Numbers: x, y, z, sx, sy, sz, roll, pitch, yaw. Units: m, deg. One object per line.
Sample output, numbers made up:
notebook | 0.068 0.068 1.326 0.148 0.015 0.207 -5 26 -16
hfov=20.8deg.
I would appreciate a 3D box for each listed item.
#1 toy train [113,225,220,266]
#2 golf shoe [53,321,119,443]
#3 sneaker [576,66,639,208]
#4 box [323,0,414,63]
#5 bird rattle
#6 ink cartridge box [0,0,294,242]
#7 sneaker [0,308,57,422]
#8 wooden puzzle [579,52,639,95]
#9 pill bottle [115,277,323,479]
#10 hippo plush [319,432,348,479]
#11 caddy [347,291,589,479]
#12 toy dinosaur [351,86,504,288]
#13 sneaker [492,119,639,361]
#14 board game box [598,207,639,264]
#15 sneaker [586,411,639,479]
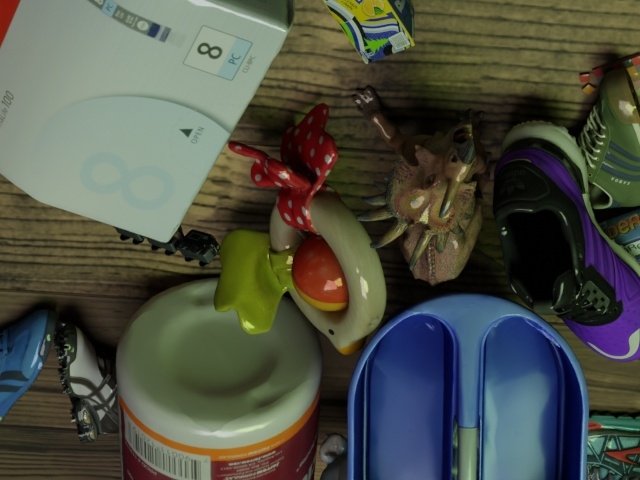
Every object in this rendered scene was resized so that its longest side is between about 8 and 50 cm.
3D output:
toy train | -0.160 -0.006 1.799 0.158 0.036 0.027 16 145 43
golf shoe | -0.252 0.152 1.998 0.094 0.077 0.198 -11 143 -3
sneaker | 0.285 -0.090 1.726 0.086 0.064 0.192 -16 142 14
box | 0.026 -0.242 1.579 0.054 0.059 0.169 -19 133 21
bird rattle | 0.000 0.000 1.749 0.143 0.207 0.253 -24 151 -36
ink cartridge box | -0.259 -0.175 1.632 0.385 0.091 0.308 17 134 -18
sneaker | -0.370 0.141 1.982 0.082 0.069 0.209 26 131 -20
wooden puzzle | 0.297 -0.157 1.705 0.083 0.006 0.049 -19 133 19
pill bottle | -0.116 0.249 1.980 0.224 0.224 0.392 2 137 -2
hippo plush | 0.118 0.265 2.004 0.236 0.234 0.294 6 177 -8
caddy | 0.149 0.215 1.777 0.241 0.179 0.341 1 99 4
toy dinosaur | 0.112 -0.025 1.706 0.127 0.200 0.295 -10 136 11
sneaker | 0.241 0.037 1.724 0.102 0.146 0.293 -15 123 30
board game box | 0.366 0.008 1.839 0.201 0.035 0.136 -21 145 20
sneaker | 0.362 0.274 2.073 0.262 0.125 0.104 -9 135 9
